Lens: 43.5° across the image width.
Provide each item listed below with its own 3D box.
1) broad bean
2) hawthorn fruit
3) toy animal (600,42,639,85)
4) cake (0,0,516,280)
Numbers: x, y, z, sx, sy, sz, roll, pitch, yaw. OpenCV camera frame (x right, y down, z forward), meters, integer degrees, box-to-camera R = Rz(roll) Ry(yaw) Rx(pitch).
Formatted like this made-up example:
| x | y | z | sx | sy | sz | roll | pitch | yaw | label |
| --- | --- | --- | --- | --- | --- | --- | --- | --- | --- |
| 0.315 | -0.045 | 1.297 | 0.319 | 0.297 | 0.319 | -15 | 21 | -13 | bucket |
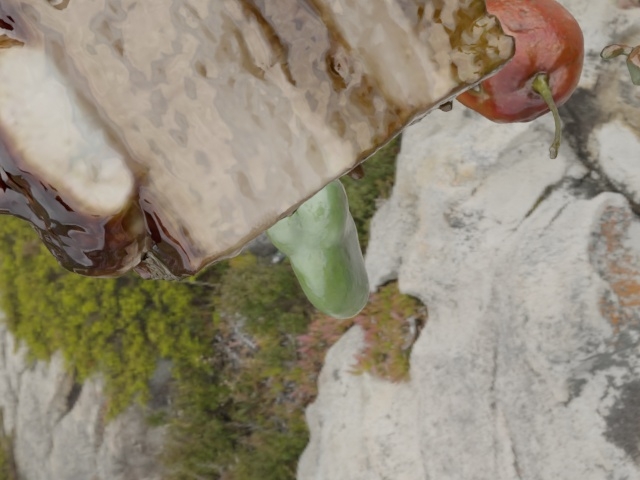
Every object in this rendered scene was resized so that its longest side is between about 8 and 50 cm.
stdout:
| x | y | z | sx | sy | sz | roll | pitch | yaw | label |
| --- | --- | --- | --- | --- | --- | --- | --- | --- | --- |
| 0.000 | 0.000 | 0.989 | 0.100 | 0.169 | 0.228 | -11 | 121 | 11 | broad bean |
| 0.239 | -0.186 | 0.906 | 0.165 | 0.165 | 0.285 | -64 | 23 | 25 | hawthorn fruit |
| 0.459 | -0.145 | 0.828 | 0.312 | 0.157 | 0.097 | 57 | 162 | 26 | toy animal |
| -0.071 | -0.087 | 0.462 | 0.196 | 0.293 | 0.198 | 55 | 159 | -10 | cake |
